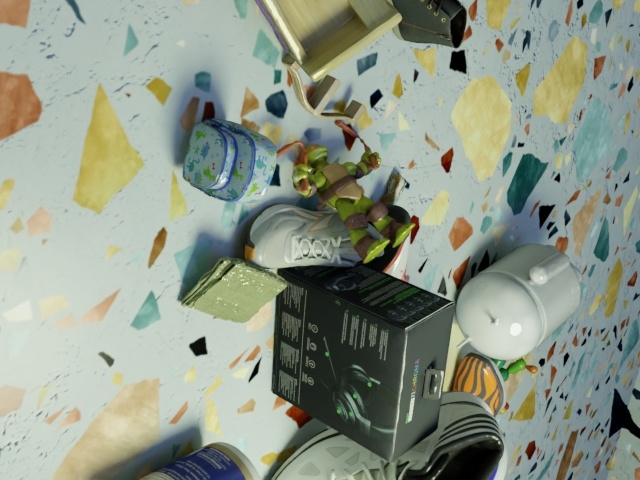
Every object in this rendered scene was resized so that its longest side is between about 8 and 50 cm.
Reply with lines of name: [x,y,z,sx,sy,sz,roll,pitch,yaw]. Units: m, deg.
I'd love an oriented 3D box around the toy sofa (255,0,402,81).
toy sofa: [-0.053,-0.390,1.033,0.150,0.177,0.362,-36,140,1]

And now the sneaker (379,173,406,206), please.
sneaker: [0.132,-0.076,1.500,0.037,0.032,0.083,27,87,-53]

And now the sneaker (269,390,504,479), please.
sneaker: [0.099,0.395,1.409,0.448,0.169,0.257,-25,180,1]

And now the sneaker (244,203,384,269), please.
sneaker: [0.000,0.000,1.301,0.263,0.121,0.099,-14,120,-46]

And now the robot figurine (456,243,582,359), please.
robot figurine: [0.437,0.134,1.849,0.354,0.200,0.299,-29,154,-40]

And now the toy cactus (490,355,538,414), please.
toy cactus: [0.436,0.347,2.062,0.181,0.112,0.218,-13,127,-37]

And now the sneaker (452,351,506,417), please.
sneaker: [0.326,0.419,1.928,0.180,0.125,0.321,-30,130,-41]

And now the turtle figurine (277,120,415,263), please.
turtle figurine: [0.028,-0.069,1.267,0.087,0.217,0.270,-46,165,32]

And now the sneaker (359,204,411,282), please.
sneaker: [0.121,0.064,1.517,0.145,0.090,0.270,3,110,-53]

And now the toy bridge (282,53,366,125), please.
toy bridge: [0.003,-0.218,1.261,0.063,0.026,0.188,-56,140,0]

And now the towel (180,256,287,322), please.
towel: [-0.124,0.073,1.230,0.110,0.027,0.148,-41,146,18]

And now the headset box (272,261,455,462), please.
headset box: [0.068,0.180,1.346,0.131,0.283,0.246,-22,123,-44]

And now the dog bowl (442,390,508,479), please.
dog bowl: [0.242,0.445,1.708,0.104,0.265,0.264,42,73,-30]

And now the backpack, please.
backpack: [-0.121,-0.101,1.100,0.084,0.114,0.104,2,107,-52]

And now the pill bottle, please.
pill bottle: [-0.220,0.411,1.218,0.265,0.153,0.153,-19,122,-45]

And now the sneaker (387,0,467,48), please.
sneaker: [0.159,-0.398,1.289,0.083,0.118,0.222,-51,141,-21]
